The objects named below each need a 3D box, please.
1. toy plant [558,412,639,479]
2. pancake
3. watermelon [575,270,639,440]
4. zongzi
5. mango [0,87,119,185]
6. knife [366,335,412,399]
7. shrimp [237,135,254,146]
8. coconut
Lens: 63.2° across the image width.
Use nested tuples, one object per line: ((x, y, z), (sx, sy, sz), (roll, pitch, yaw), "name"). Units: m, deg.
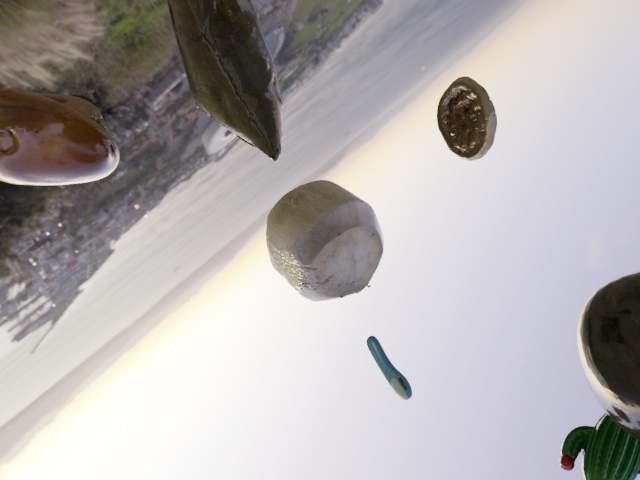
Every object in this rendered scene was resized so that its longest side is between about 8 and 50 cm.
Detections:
((0.571, 0.443, 1.052), (0.241, 0.088, 0.154), (-28, -134, -13), "toy plant")
((0.260, -0.217, 0.940), (0.025, 0.151, 0.152), (-18, 176, -20), "pancake")
((0.638, 0.231, 0.960), (0.279, 0.359, 0.278), (-10, 146, -7), "watermelon")
((-0.173, -0.370, 0.981), (0.174, 0.355, 0.393), (-20, -146, -13), "zongzi")
((-0.471, -0.177, 0.900), (0.287, 0.202, 0.152), (-26, 131, -67), "mango")
((0.205, 0.380, 1.562), (0.032, 0.222, 0.064), (-1, 136, -42), "knife")
((-0.245, -0.350, 1.388), (0.075, 0.178, 0.289), (-57, 157, -4), "shrimp")
((0.000, 0.000, 1.129), (0.245, 0.245, 0.247), (-41, -141, -8), "coconut")
